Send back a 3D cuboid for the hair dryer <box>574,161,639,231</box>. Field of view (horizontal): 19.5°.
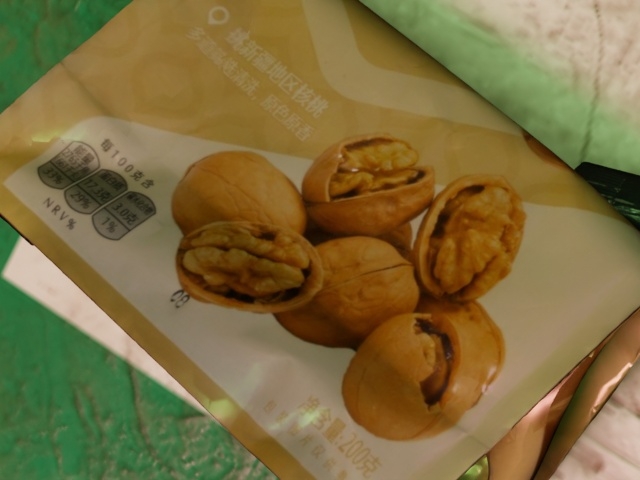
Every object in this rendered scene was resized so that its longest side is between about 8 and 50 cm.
[{"bbox_3d":[0.185,0.073,0.930,0.173,0.050,0.195,19,102,23],"label":"hair dryer"}]

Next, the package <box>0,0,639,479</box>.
[{"bbox_3d":[0.000,0.018,0.957,0.221,0.165,0.311,-42,66,-16],"label":"package"}]
